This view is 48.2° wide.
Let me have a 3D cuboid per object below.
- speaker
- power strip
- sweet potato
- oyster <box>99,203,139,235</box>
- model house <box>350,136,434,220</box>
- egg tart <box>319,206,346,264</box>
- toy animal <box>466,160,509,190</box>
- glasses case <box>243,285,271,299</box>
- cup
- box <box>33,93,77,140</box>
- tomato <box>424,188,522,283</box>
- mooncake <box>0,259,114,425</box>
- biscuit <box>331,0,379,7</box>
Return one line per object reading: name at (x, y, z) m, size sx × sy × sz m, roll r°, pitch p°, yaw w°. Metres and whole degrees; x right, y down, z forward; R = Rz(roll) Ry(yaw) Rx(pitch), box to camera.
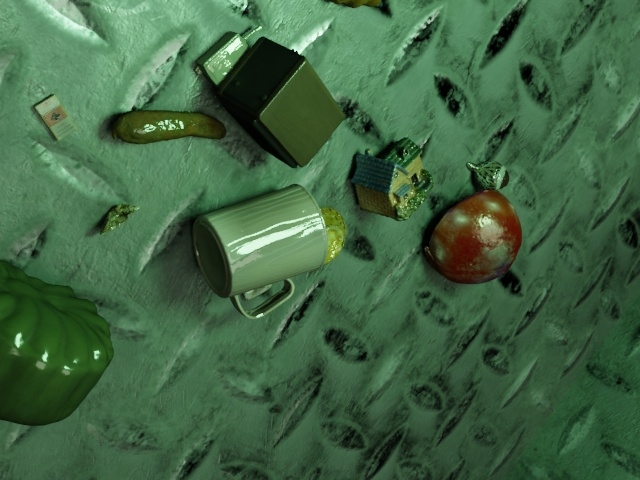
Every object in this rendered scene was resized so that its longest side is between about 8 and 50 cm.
speaker at (-0.082, -0.301, 1.593) m, size 0.192 × 0.153 × 0.231 m, roll -52°, pitch 146°, yaw -5°
power strip at (-0.190, -0.407, 1.557) m, size 0.175 × 0.042 × 0.075 m, roll -46°, pitch 131°, yaw -9°
sweet potato at (-0.313, -0.245, 1.532) m, size 0.274 × 0.075 × 0.075 m, roll -9°, pitch 118°, yaw -39°
oyster at (-0.438, -0.049, 1.536) m, size 0.038 × 0.081 × 0.083 m, roll 60°, pitch 37°, yaw -17°
model house at (0.192, -0.180, 1.900) m, size 0.183 × 0.167 × 0.172 m, roll -42°, pitch 129°, yaw -28°
egg tart at (0.000, 0.000, 1.899) m, size 0.191 × 0.074 × 0.191 m, roll -17°, pitch 120°, yaw -32°
toy animal at (0.513, -0.202, 2.176) m, size 0.137 × 0.098 × 0.098 m, roll 27°, pitch 94°, yaw -36°
glasses case at (-0.164, 0.125, 1.869) m, size 0.083 × 0.021 × 0.032 m, roll -29°, pitch 125°, yaw -23°
cup at (-0.148, 0.024, 1.721) m, size 0.273 × 0.208 × 0.288 m, roll -19°, pitch 146°, yaw -30°
box at (-0.520, -0.241, 1.407) m, size 0.046 × 0.012 × 0.083 m, roll -37°, pitch 132°, yaw -15°
tomato at (0.478, 0.024, 2.176) m, size 0.290 × 0.176 × 0.334 m, roll -9°, pitch 135°, yaw -31°
mooncake at (-0.577, 0.184, 1.383) m, size 0.187 × 0.351 × 0.351 m, roll -49°, pitch 134°, yaw 9°
biscuit at (0.113, -0.661, 1.579) m, size 0.326 × 0.107 × 0.325 m, roll -21°, pitch 139°, yaw -20°
